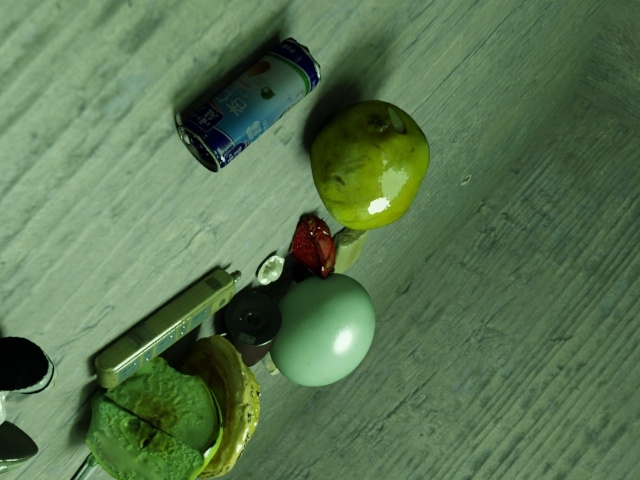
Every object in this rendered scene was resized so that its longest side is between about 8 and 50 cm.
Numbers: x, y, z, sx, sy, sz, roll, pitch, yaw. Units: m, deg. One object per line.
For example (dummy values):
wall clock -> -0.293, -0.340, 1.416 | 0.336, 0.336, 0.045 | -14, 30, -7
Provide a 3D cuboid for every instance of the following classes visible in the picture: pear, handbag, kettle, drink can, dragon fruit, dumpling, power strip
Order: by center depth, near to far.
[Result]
drink can -> -0.109, -0.217, 1.104 | 0.235, 0.097, 0.097 | -43, 162, -18
power strip -> -0.308, 0.174, 1.477 | 0.388, 0.066, 0.092 | -39, 162, -34
pear -> 0.103, -0.159, 1.486 | 0.269, 0.269, 0.321 | -46, 163, -13
pear -> -0.367, 0.419, 1.536 | 0.281, 0.287, 0.176 | -62, 178, 34
dumpling -> -0.129, 0.072, 1.758 | 0.076, 0.057, 0.052 | -34, -146, 37
dragon fruit -> 0.002, 0.001, 1.798 | 0.127, 0.121, 0.161 | -43, 158, -39
kettle -> -0.187, 0.229, 1.820 | 0.232, 0.144, 0.202 | 115, -9, -57
handbag -> -0.038, 0.084, 1.977 | 0.115, 0.072, 0.139 | -47, 149, 6

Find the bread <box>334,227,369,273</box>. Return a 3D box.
bread -> 0.081, 0.024, 2.136 | 0.139, 0.060, 0.178 | -37, 159, -32

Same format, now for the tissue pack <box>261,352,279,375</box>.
tissue pack -> -0.068, 0.298, 2.237 | 0.256, 0.123, 0.215 | -49, 166, 21

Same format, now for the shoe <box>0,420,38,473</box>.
shoe -> -0.581, 0.359, 1.135 | 0.098, 0.103, 0.275 | -51, 157, 7

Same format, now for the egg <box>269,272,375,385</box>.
egg -> 0.001, 0.245, 1.898 | 0.276, 0.276, 0.389 | -33, 165, -44

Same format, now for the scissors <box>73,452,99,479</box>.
scissors -> -0.543, 0.527, 1.691 | 0.204, 0.027, 0.101 | -52, 162, 2

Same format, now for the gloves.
gloves -> -0.485, 0.209, 1.051 | 0.140, 0.131, 0.219 | -42, -168, -36

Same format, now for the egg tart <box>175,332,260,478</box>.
egg tart -> -0.241, 0.391, 1.650 | 0.132, 0.341, 0.341 | 16, 116, -41
